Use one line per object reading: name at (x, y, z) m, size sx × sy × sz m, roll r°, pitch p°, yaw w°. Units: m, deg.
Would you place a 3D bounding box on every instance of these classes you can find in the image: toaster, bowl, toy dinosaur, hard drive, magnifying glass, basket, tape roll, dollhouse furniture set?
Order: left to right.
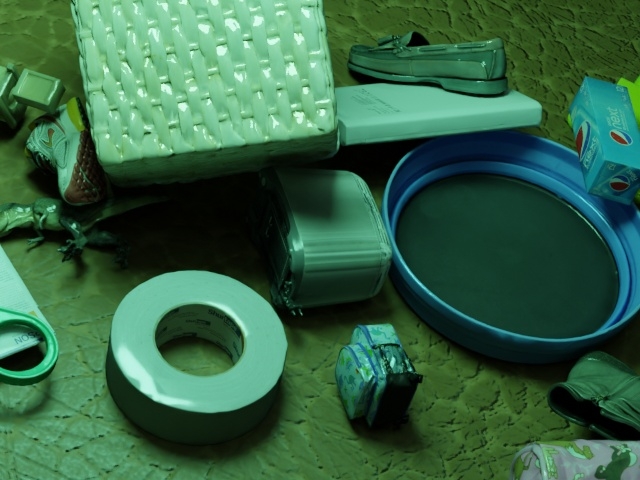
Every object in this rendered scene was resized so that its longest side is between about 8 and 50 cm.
magnifying glass at (-0.415, 0.091, 1.708) m, size 0.231 × 0.026 × 0.092 m, roll 33°, pitch 52°, yaw 11°
dollhouse furniture set at (-0.454, -0.154, 1.937) m, size 0.182 × 0.101 × 0.161 m, roll 18°, pitch 72°, yaw 12°
toy dinosaur at (-0.308, -0.018, 1.872) m, size 0.268 × 0.064 × 0.118 m, roll -7°, pitch 45°, yaw -24°
tape roll at (-0.154, 0.142, 1.761) m, size 0.219 × 0.072 × 0.219 m, roll 7°, pitch 48°, yaw -8°
basket at (-0.150, -0.249, 1.850) m, size 0.328 × 0.266 × 0.331 m, roll -8°, pitch 91°, yaw 0°
toaster at (0.000, 0.000, 1.888) m, size 0.146 × 0.129 × 0.227 m, roll -4°, pitch 48°, yaw -20°
hard drive at (0.141, -0.195, 2.096) m, size 0.308 × 0.040 × 0.203 m, roll -7°, pitch 22°, yaw -21°
bowl at (0.269, 0.007, 1.987) m, size 0.391 × 0.077 × 0.391 m, roll 7°, pitch 48°, yaw -8°

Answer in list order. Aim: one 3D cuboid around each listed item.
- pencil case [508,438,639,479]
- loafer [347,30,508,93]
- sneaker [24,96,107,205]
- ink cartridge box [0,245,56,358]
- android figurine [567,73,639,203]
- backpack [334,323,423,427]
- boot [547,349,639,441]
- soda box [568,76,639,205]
pencil case at (0.408, 0.322, 1.687) m, size 0.386 × 0.160 × 0.167 m, roll 5°, pitch 68°, yaw -11°
loafer at (0.163, -0.281, 2.147) m, size 0.267 × 0.084 × 0.096 m, roll 14°, pitch 22°, yaw 30°
sneaker at (-0.344, -0.107, 1.909) m, size 0.093 × 0.088 × 0.225 m, roll -22°, pitch 32°, yaw -1°
ink cartridge box at (-0.473, 0.083, 1.744) m, size 0.223 × 0.045 × 0.224 m, roll -22°, pitch 62°, yaw -29°
android figurine at (0.505, -0.156, 2.206) m, size 0.248 × 0.056 × 0.273 m, roll 27°, pitch 48°, yaw 9°
backpack at (0.066, 0.163, 1.777) m, size 0.084 × 0.105 × 0.114 m, roll -2°, pitch 45°, yaw -18°
boot at (0.409, 0.229, 1.788) m, size 0.246 × 0.083 × 0.161 m, roll 22°, pitch 21°, yaw 15°
soda box at (0.417, -0.148, 2.070) m, size 0.071 × 0.067 × 0.210 m, roll 13°, pitch 39°, yaw -11°
